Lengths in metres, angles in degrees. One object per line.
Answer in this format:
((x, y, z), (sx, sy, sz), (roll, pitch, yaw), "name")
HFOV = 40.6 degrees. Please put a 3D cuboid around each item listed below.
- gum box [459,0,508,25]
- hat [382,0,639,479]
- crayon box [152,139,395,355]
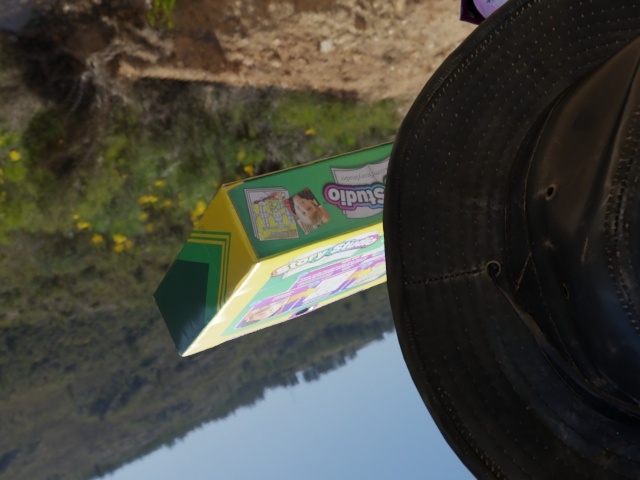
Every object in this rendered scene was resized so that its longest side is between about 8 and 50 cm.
((0.158, -0.258, 0.624), (0.062, 0.188, 0.107), (23, -139, 34), "gum box")
((0.175, -0.015, 0.397), (0.331, 0.331, 0.134), (-24, 163, 1), "hat")
((0.000, 0.000, 1.116), (0.363, 0.106, 0.313), (-18, 163, -32), "crayon box")
